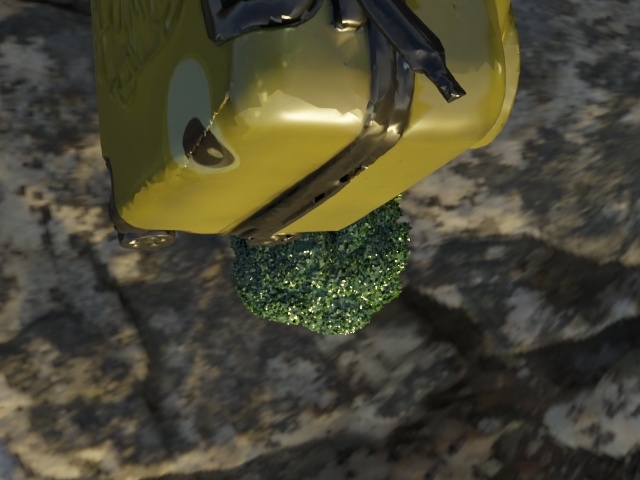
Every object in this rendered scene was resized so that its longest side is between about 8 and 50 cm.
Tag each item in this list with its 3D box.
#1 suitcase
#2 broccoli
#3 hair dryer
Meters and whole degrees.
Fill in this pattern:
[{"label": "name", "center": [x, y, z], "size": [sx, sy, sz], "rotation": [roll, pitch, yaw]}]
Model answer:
[{"label": "suitcase", "center": [-0.012, -0.106, 0.748], "size": [0.143, 0.235, 0.194], "rotation": [0, 76, -24]}, {"label": "broccoli", "center": [0.000, 0.000, 1.660], "size": [0.195, 0.156, 0.195], "rotation": [2, 100, 10]}, {"label": "hair dryer", "center": [0.024, -0.073, 0.497], "size": [0.031, 0.079, 0.083], "rotation": [-45, 68, 39]}]
